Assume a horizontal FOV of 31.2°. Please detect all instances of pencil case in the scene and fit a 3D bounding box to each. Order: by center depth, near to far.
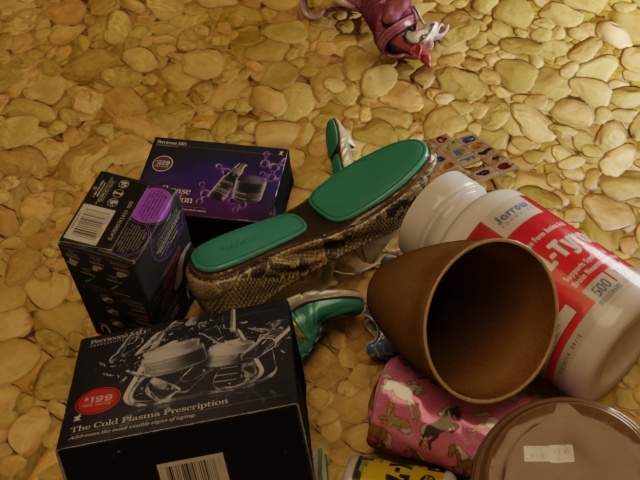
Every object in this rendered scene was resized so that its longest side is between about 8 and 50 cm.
[{"bbox_3d":[0.265,0.289,1.750,0.386,0.160,0.167,15,73,16],"label":"pencil case"}]

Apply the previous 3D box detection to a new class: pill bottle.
[{"bbox_3d":[0.137,0.393,1.705,0.209,0.119,0.119,8,54,11],"label":"pill bottle"},{"bbox_3d":[0.333,0.061,1.870,0.229,0.229,0.408,-40,59,-23],"label":"pill bottle"}]

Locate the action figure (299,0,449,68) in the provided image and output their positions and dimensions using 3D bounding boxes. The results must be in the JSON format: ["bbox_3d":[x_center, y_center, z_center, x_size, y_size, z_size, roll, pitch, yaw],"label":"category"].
[{"bbox_3d":[0.121,-0.475,2.293,0.276,0.248,0.370,-16,50,-5],"label":"action figure"}]

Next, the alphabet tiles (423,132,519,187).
[{"bbox_3d":[0.225,-0.140,2.110,0.198,0.009,0.237,-20,27,-10],"label":"alphabet tiles"}]

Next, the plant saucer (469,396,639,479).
[{"bbox_3d":[0.347,0.340,1.594,0.278,0.041,0.277,-4,59,6],"label":"plant saucer"}]

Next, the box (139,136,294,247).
[{"bbox_3d":[-0.198,-0.084,2.117,0.261,0.103,0.184,6,51,10],"label":"box"}]

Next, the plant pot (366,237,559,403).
[{"bbox_3d":[0.183,0.098,1.724,0.237,0.237,0.254,-36,23,-21],"label":"plant pot"}]

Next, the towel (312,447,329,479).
[{"bbox_3d":[-0.063,0.353,1.703,0.152,0.023,0.113,-9,22,1],"label":"towel"}]

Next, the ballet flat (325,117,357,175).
[{"bbox_3d":[0.045,-0.161,2.191,0.052,0.057,0.168,10,53,-22],"label":"ballet flat"}]

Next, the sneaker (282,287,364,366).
[{"bbox_3d":[-0.048,0.163,1.927,0.275,0.107,0.110,-24,67,-3],"label":"sneaker"}]

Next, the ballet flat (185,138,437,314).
[{"bbox_3d":[0.000,0.000,1.983,0.483,0.182,0.164,-29,36,-12],"label":"ballet flat"}]

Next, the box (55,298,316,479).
[{"bbox_3d":[-0.191,0.262,1.718,0.343,0.178,0.312,-11,24,0],"label":"box"}]

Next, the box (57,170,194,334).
[{"bbox_3d":[-0.311,0.039,1.923,0.143,0.270,0.165,14,55,16],"label":"box"}]

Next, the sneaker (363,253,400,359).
[{"bbox_3d":[0.113,0.109,1.949,0.081,0.080,0.211,-2,51,0],"label":"sneaker"}]
